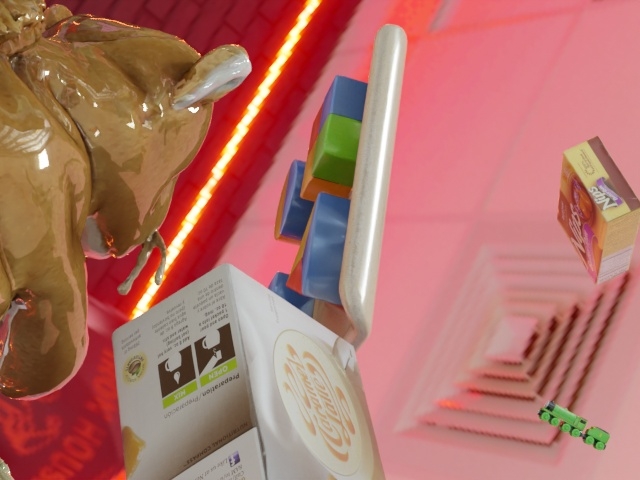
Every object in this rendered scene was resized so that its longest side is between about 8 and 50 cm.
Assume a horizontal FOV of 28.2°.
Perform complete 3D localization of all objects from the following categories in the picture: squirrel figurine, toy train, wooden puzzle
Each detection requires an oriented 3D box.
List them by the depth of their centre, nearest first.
[{"bbox_3d":[-0.213,-0.088,0.761,0.281,0.397,0.370,15,-146,36],"label":"squirrel figurine"},{"bbox_3d":[0.000,0.000,1.275,0.348,0.080,0.322,112,-12,-60],"label":"wooden puzzle"},{"bbox_3d":[0.269,0.196,1.350,0.024,0.083,0.017,-61,-177,-4],"label":"toy train"}]

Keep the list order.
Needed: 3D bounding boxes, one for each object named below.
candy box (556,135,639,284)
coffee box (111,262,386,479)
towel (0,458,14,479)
[{"bbox_3d":[0.340,-0.034,1.564,0.053,0.187,0.109,-24,-115,-5],"label":"candy box"},{"bbox_3d":[-0.030,0.157,0.719,0.098,0.141,0.247,-31,-131,22],"label":"coffee box"},{"bbox_3d":[-0.255,0.221,0.888,0.110,0.027,0.148,35,-88,41],"label":"towel"}]
